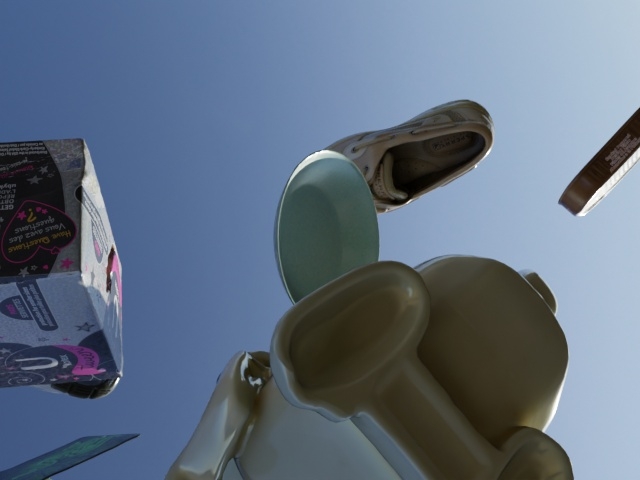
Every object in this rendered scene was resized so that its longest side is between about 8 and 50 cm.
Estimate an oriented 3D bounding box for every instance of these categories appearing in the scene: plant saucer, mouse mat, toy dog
[{"bbox_3d":[0.000,0.000,0.865,0.195,0.037,0.195,3,-94,-54],"label":"plant saucer"},{"bbox_3d":[-0.374,0.315,1.154,0.189,0.152,0.007,-13,-90,-52],"label":"mouse mat"},{"bbox_3d":[0.019,0.174,0.795,0.284,0.408,0.395,43,-132,-7],"label":"toy dog"}]

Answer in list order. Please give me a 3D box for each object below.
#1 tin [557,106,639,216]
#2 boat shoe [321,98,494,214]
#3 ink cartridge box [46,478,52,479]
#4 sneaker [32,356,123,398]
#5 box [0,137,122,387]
[{"bbox_3d":[0.377,-0.107,1.004,0.040,0.190,0.106,44,-168,15],"label":"tin"},{"bbox_3d":[0.088,-0.100,1.159,0.122,0.341,0.110,58,-160,-17],"label":"boat shoe"},{"bbox_3d":[-0.429,0.444,1.240,0.099,0.135,0.056,28,-149,16],"label":"ink cartridge box"},{"bbox_3d":[-0.402,0.131,0.995,0.297,0.129,0.111,31,-120,-28],"label":"sneaker"},{"bbox_3d":[-0.280,0.035,0.753,0.163,0.247,0.142,-4,-118,-8],"label":"box"}]
